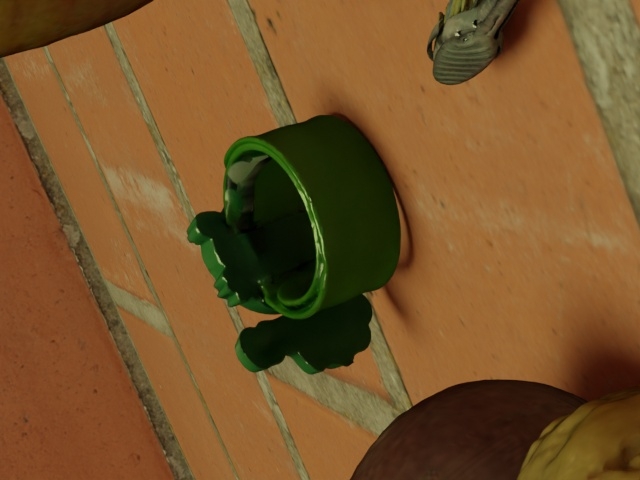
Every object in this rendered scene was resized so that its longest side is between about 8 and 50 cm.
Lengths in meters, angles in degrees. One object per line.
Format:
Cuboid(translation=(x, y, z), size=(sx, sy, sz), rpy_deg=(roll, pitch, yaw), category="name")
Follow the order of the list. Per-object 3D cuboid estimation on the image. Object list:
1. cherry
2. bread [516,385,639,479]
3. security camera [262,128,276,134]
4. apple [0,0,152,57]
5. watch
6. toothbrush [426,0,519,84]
Cuboid(translation=(0.120, 0.191, 0.729), size=(0.239, 0.206, 0.239), rpy_deg=(19, 140, 17), category="cherry")
Cuboid(translation=(0.176, 0.135, 0.477), size=(0.244, 0.134, 0.244), rpy_deg=(46, 178, 2), category="bread")
Cuboid(translation=(-0.024, -0.036, 1.085), size=(0.092, 0.058, 0.058), rpy_deg=(62, 166, -23), category="security camera")
Cuboid(translation=(-0.215, -0.283, 0.691), size=(0.400, 0.400, 0.334), rpy_deg=(45, 149, 49), category="apple")
Cuboid(translation=(0.000, 0.000, 0.976), size=(0.152, 0.131, 0.165), rpy_deg=(-44, 67, 54), category="watch")
Cuboid(translation=(0.101, -0.149, 0.524), size=(0.413, 0.035, 0.042), rpy_deg=(124, 152, -71), category="toothbrush")
